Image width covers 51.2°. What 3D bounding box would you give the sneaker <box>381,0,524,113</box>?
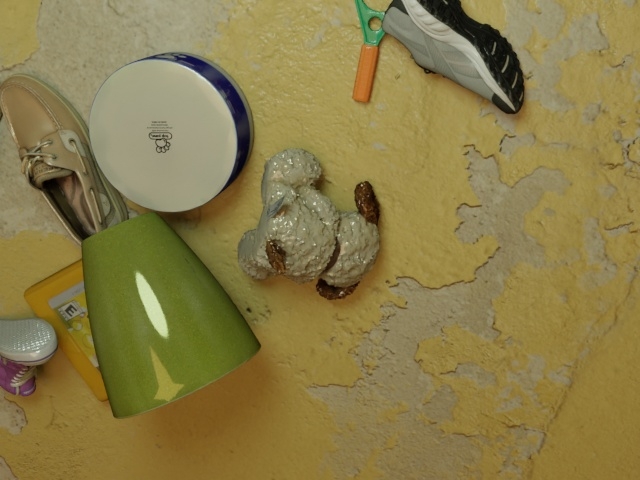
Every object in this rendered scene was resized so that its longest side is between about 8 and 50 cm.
[{"bbox_3d":[0.214,-0.294,1.050,0.271,0.100,0.108,38,141,-13],"label":"sneaker"}]

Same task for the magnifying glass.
[{"bbox_3d":[0.087,-0.342,1.083,0.092,0.026,0.230,12,110,4],"label":"magnifying glass"}]

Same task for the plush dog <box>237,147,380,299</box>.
[{"bbox_3d":[0.000,0.000,1.152,0.226,0.210,0.262,10,116,-23],"label":"plush dog"}]

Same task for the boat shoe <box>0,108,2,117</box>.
[{"bbox_3d":[-0.669,-0.172,1.234,0.105,0.089,0.285,23,112,0],"label":"boat shoe"}]

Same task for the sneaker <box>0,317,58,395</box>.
[{"bbox_3d":[-0.590,0.244,1.345,0.282,0.102,0.161,0,119,42],"label":"sneaker"}]

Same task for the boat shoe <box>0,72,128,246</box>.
[{"bbox_3d":[-0.472,-0.141,1.202,0.122,0.110,0.341,-27,104,18],"label":"boat shoe"}]

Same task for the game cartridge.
[{"bbox_3d":[-0.385,0.149,1.328,0.324,0.052,0.285,-26,104,18],"label":"game cartridge"}]

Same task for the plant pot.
[{"bbox_3d":[-0.287,0.109,1.159,0.275,0.275,0.293,-22,93,16],"label":"plant pot"}]

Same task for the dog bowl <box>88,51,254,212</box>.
[{"bbox_3d":[-0.255,-0.186,1.153,0.265,0.104,0.264,3,110,9],"label":"dog bowl"}]
